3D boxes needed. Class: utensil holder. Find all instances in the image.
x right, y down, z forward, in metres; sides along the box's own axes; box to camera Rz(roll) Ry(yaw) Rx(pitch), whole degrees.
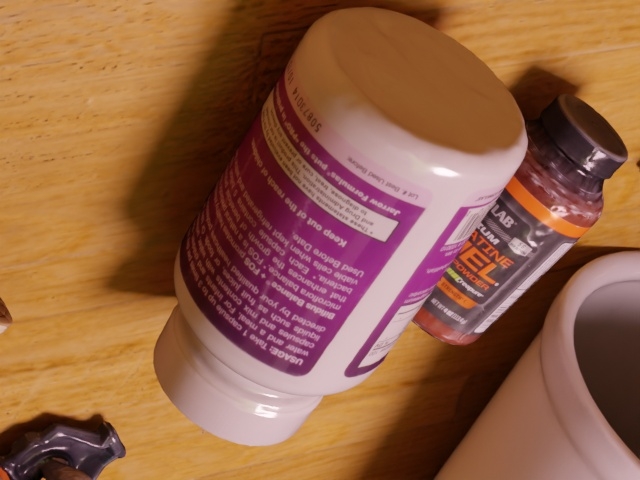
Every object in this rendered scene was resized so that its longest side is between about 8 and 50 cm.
[{"bbox_3d":[0.256,0.256,1.598,0.328,0.327,0.385,3,134,-33],"label":"utensil holder"}]

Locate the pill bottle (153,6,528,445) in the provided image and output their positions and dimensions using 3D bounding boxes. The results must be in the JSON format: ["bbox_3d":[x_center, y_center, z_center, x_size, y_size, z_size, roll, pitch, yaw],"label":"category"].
[{"bbox_3d":[0.000,0.000,1.277,0.169,0.169,0.301,7,131,-35],"label":"pill bottle"}]

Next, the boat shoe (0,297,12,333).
[{"bbox_3d":[-0.287,0.047,1.249,0.059,0.063,0.170,-47,139,16],"label":"boat shoe"}]

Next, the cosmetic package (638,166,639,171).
[{"bbox_3d":[0.380,-0.036,1.525,0.117,0.085,0.231,-44,137,19],"label":"cosmetic package"}]

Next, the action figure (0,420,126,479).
[{"bbox_3d":[-0.290,0.277,1.388,0.341,0.178,0.330,-41,149,6],"label":"action figure"}]

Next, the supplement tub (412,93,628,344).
[{"bbox_3d":[0.139,-0.019,1.387,0.106,0.106,0.198,18,123,-42],"label":"supplement tub"}]
